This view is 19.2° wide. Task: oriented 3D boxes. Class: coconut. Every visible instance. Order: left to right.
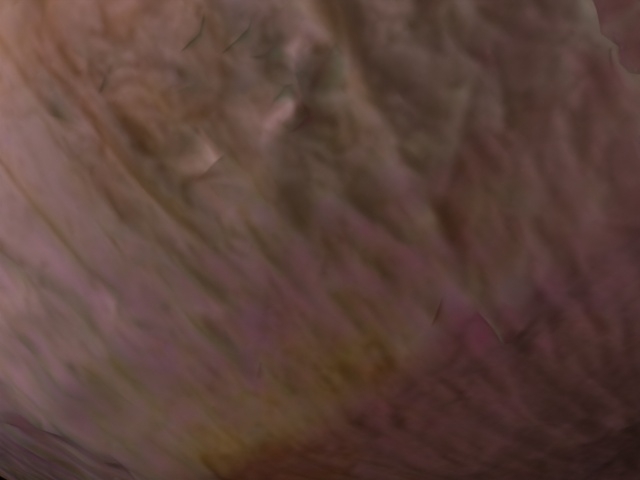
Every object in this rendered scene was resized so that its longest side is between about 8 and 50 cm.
[{"bbox_3d":[0.036,-0.076,0.527,0.404,0.405,0.404,-60,10,19],"label":"coconut"}]

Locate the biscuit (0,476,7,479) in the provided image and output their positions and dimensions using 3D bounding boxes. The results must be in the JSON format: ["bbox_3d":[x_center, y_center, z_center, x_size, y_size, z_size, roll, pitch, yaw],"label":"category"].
[{"bbox_3d":[-0.166,0.031,1.142,0.407,0.091,0.407,-35,48,51],"label":"biscuit"}]
